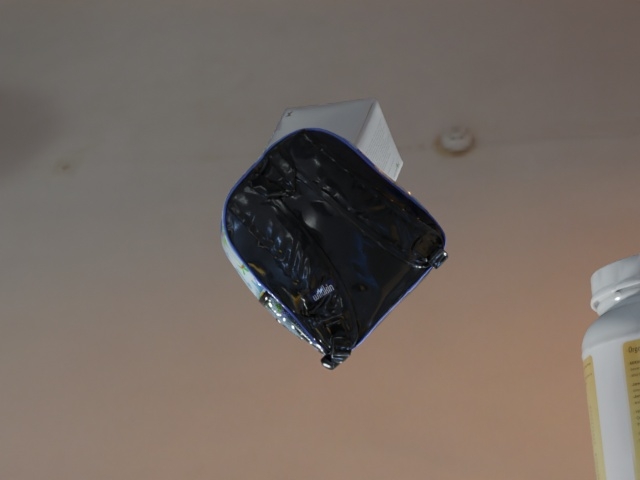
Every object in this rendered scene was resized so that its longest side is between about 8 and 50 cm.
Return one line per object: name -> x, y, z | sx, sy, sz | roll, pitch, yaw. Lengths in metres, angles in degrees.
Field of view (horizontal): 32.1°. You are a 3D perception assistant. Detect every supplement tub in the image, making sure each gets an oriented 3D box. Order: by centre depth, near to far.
supplement tub -> 0.245, 0.114, 0.707 | 0.144, 0.144, 0.199 | -5, -107, 8

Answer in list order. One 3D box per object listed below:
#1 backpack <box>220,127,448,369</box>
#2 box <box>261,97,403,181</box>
backpack -> 0.000, 0.000, 0.646 | 0.114, 0.084, 0.105 | 45, -99, 0
box -> 0.010, -0.071, 1.071 | 0.101, 0.087, 0.102 | -3, -138, 28
